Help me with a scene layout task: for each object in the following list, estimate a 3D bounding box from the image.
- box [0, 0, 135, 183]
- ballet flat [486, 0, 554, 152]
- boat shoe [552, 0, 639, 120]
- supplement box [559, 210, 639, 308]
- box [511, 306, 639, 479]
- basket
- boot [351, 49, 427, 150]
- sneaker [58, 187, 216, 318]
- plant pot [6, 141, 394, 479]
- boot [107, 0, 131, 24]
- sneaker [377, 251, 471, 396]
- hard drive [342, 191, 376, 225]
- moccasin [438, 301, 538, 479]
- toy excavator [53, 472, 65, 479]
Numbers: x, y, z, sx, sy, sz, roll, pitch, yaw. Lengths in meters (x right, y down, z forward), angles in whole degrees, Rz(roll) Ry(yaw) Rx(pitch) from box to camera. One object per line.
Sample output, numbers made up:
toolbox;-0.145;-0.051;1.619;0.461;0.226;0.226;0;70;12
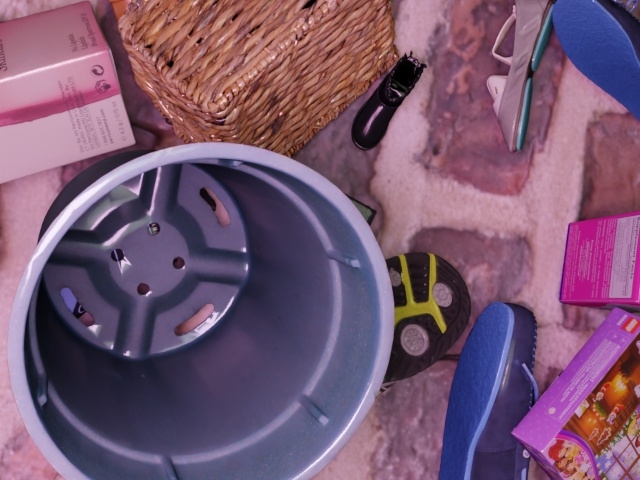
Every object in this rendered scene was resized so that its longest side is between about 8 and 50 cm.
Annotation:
box;-0.344;-0.161;1.124;0.232;0.148;0.127;-18;129;-11
ballet flat;0.252;-0.219;1.301;0.068;0.072;0.213;13;84;18
boat shoe;0.397;-0.245;1.312;0.258;0.109;0.089;44;55;-25
supplement box;0.393;0.031;1.228;0.111;0.220;0.114;9;87;-10
box;0.379;0.249;1.233;0.201;0.057;0.293;-48;124;-10
basket;-0.076;-0.247;1.202;0.299;0.223;0.213;-44;69;-11
boot;0.084;-0.173;1.243;0.045;0.099;0.121;32;83;-6
sneaker;-0.221;0.014;1.192;0.090;0.081;0.232;38;82;-2
plant pot;-0.147;0.054;1.012;0.341;0.334;0.341;-4;102;-19
boot;-0.184;-0.354;1.226;0.197;0.073;0.152;-18;99;-12
sneaker;0.022;0.138;1.210;0.384;0.147;0.145;-32;91;-28
hard drive;0.000;0.000;1.261;0.094;0.022;0.135;28;83;-8
moccasin;0.223;0.245;1.252;0.117;0.138;0.342;9;100;-14
toy excavator;-0.068;0.388;1.115;0.445;0.433;0.222;21;83;20
